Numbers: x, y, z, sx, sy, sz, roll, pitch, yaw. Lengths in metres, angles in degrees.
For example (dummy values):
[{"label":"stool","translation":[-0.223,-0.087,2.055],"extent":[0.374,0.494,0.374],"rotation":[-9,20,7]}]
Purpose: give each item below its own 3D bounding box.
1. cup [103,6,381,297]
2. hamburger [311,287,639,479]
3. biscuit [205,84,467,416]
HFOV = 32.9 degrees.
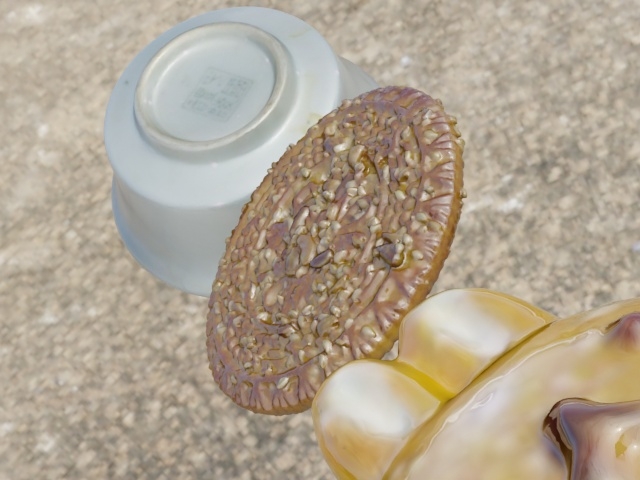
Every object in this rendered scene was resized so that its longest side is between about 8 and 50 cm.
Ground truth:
[{"label":"cup","translation":[-0.097,-0.125,1.189],"extent":[0.347,0.163,0.347],"rotation":[-8,58,12]},{"label":"hamburger","translation":[0.130,0.119,0.378],"extent":[0.261,0.186,0.302],"rotation":[-35,27,-6]},{"label":"biscuit","translation":[0.000,0.000,0.900],"extent":[0.305,0.038,0.305],"rotation":[-35,37,33]}]
